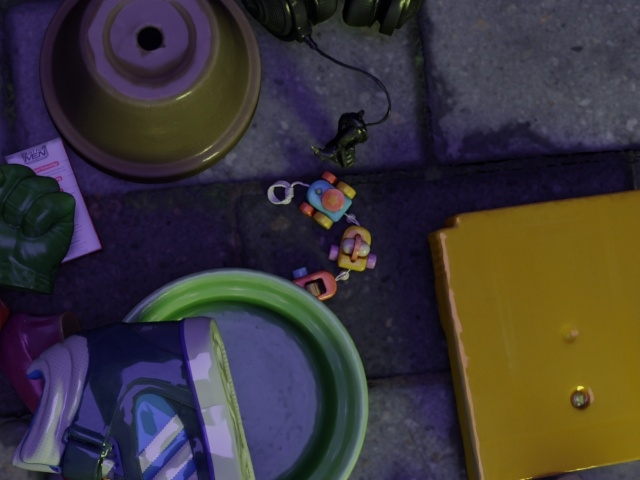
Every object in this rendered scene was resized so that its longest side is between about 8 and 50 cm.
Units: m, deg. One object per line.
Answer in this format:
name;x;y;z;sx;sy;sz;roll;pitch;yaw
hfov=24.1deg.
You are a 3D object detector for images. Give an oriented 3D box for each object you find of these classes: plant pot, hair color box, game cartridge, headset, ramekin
plant pot;-0.189;-0.203;1.692;0.263;0.229;0.263;0;86;-7
hair color box;-0.312;-0.042;1.758;0.072;0.043;0.141;-20;89;-7
game cartridge;0.286;0.113;1.788;0.285;0.053;0.323;-7;83;-15
headset;0.012;-0.293;1.788;0.243;0.185;0.394;-5;71;-10
ramekin;-0.105;0.185;1.709;0.303;0.148;0.303;0;86;-6

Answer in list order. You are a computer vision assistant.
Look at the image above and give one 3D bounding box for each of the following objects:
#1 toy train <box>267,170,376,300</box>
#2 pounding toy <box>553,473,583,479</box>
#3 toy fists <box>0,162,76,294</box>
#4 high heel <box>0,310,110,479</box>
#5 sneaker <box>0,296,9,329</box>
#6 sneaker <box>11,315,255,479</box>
toy train;0.000;0.000;1.786;0.125;0.046;0.166;-14;88;-7
pounding toy;0.282;0.378;1.772;0.270;0.155;0.154;24;57;-15
toy fists;-0.414;-0.028;1.697;0.279;0.096;0.142;7;82;13
high heel;-0.318;0.201;1.736;0.117;0.082;0.244;-8;102;25
sneaker;-0.475;0.180;1.693;0.350;0.148;0.131;-43;82;17
sneaker;-0.196;0.246;1.567;0.236;0.130;0.322;-11;92;3
